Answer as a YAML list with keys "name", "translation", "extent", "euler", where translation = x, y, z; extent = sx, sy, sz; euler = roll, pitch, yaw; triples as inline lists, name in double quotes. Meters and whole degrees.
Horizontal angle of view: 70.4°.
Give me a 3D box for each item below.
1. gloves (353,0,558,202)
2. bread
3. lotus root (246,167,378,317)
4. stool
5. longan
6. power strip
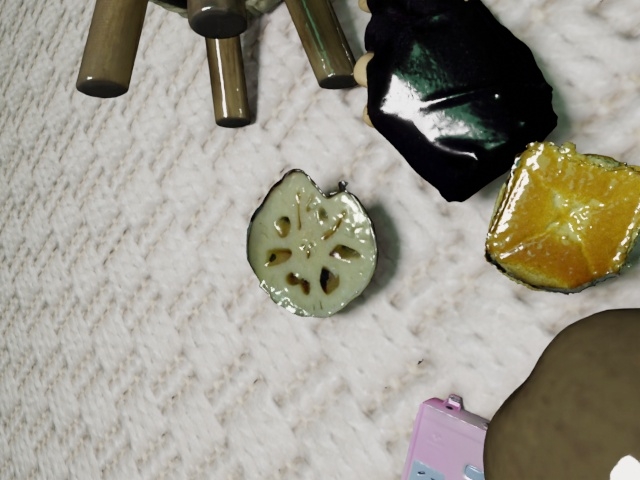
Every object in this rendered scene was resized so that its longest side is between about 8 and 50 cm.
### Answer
- name: "gloves"
  translation: [0.126, -0.194, 0.501]
  extent: [0.197, 0.152, 0.301]
  euler: [-35, 50, 1]
- name: "bread"
  translation: [0.230, -0.018, 0.428]
  extent: [0.128, 0.069, 0.140]
  euler: [19, 107, 22]
- name: "lotus root"
  translation: [-0.003, 0.003, 0.607]
  extent: [0.204, 0.078, 0.183]
  euler: [-41, 78, 34]
- name: "stool"
  translation: [-0.137, -0.303, 0.591]
  extent: [0.311, 0.311, 0.225]
  euler: [-6, 87, 36]
- name: "longan"
  translation: [0.238, 0.174, 0.333]
  extent: [0.248, 0.248, 0.247]
  euler: [-3, 84, 35]
- name: "power strip"
  translation: [0.135, 0.317, 0.502]
  extent: [0.109, 0.038, 0.278]
  euler: [15, 95, 36]
